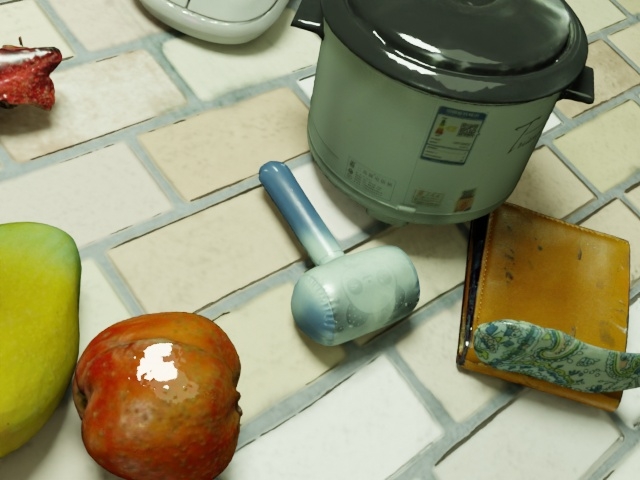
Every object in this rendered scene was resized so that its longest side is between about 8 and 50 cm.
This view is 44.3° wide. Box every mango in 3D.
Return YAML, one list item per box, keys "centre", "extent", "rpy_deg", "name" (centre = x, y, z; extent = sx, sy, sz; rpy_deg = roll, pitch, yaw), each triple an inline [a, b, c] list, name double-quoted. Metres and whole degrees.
- centre: [-0.228, 0.064, 0.547]
  extent: [0.130, 0.092, 0.195]
  rpy_deg: [24, 46, -2]
  name: "mango"

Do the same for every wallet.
- centre: [0.218, 0.060, 0.765]
  extent: [0.160, 0.042, 0.196]
  rpy_deg: [16, 55, -2]
  name: "wallet"

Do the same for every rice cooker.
- centre: [0.109, -0.158, 0.736]
  extent: [0.280, 0.227, 0.241]
  rpy_deg: [16, 48, 4]
  name: "rice cooker"

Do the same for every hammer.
- centre: [0.000, 0.000, 0.705]
  extent: [0.116, 0.069, 0.194]
  rpy_deg: [-18, 59, -30]
  name: "hammer"

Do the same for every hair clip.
- centre: [0.240, 0.103, 0.685]
  extent: [0.229, 0.066, 0.036]
  rpy_deg: [8, 42, -14]
  name: "hair clip"

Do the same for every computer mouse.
- centre: [-0.091, -0.350, 0.885]
  extent: [0.184, 0.121, 0.297]
  rpy_deg: [28, 49, -2]
  name: "computer mouse"

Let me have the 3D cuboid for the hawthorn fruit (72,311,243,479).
- centre: [-0.111, 0.111, 0.548]
  extent: [0.128, 0.128, 0.128]
  rpy_deg: [11, 53, -14]
  name: "hawthorn fruit"

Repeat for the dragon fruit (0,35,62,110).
- centre: [-0.318, -0.159, 0.661]
  extent: [0.192, 0.122, 0.092]
  rpy_deg: [-8, 45, -24]
  name: "dragon fruit"
